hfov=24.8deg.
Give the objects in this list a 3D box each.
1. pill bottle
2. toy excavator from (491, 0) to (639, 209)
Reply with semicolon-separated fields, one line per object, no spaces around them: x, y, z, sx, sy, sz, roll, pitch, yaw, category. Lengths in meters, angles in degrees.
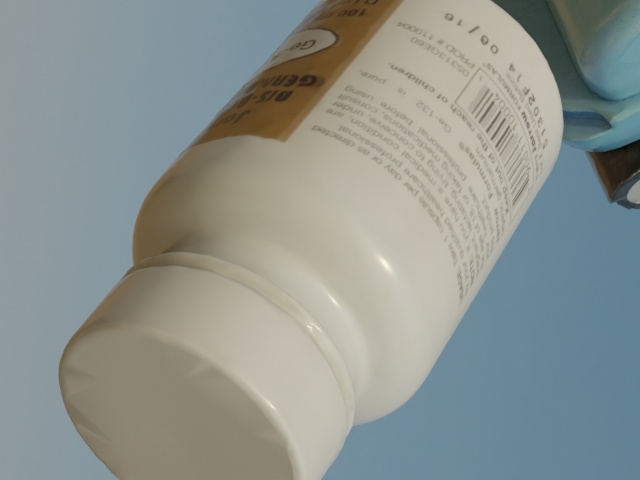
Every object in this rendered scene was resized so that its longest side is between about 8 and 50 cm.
0.000;0.000;0.586;0.229;0.131;0.131;-54;179;-41;pill bottle
0.245;-0.223;0.835;0.433;0.445;0.222;-29;-111;24;toy excavator
